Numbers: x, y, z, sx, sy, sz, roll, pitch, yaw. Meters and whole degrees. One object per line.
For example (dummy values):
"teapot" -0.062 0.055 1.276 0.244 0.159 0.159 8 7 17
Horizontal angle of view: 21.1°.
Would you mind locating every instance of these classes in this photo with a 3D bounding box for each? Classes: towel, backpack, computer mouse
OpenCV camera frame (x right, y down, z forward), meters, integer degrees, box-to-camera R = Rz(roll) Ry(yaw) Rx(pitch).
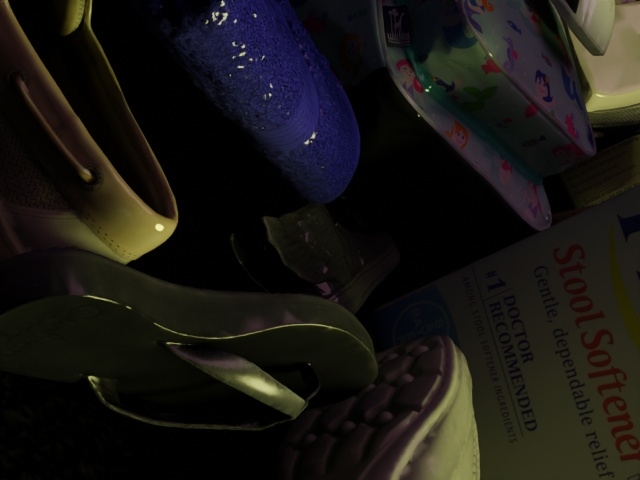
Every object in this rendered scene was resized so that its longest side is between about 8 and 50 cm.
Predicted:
"towel" -0.066 -0.155 0.929 0.227 0.076 0.308 55 3 18
"backpack" 0.069 -0.132 1.221 0.225 0.191 0.253 39 27 -43
"computer mouse" 0.162 -0.208 1.209 0.106 0.042 0.193 36 22 -55

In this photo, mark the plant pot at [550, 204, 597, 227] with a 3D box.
"plant pot" 0.321 0.047 1.570 0.201 0.201 0.180 -8 88 -67

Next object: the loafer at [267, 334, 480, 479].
"loafer" 0.029 0.165 0.901 0.111 0.112 0.319 60 30 -21

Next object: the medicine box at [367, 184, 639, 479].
"medicine box" 0.212 0.121 1.093 0.149 0.289 0.263 30 39 -53

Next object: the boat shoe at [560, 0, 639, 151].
"boat shoe" 0.324 -0.161 1.651 0.341 0.158 0.127 -8 70 -26

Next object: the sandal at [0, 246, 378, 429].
"sandal" -0.068 0.062 0.824 0.254 0.097 0.054 14 51 -48

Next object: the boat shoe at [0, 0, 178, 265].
"boat shoe" -0.152 -0.120 0.822 0.109 0.098 0.302 8 58 -64

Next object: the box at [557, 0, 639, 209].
"box" 0.308 -0.137 1.819 0.243 0.117 0.213 65 23 3

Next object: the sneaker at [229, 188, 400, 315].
"sneaker" -0.002 0.001 1.076 0.089 0.051 0.170 63 25 -11
